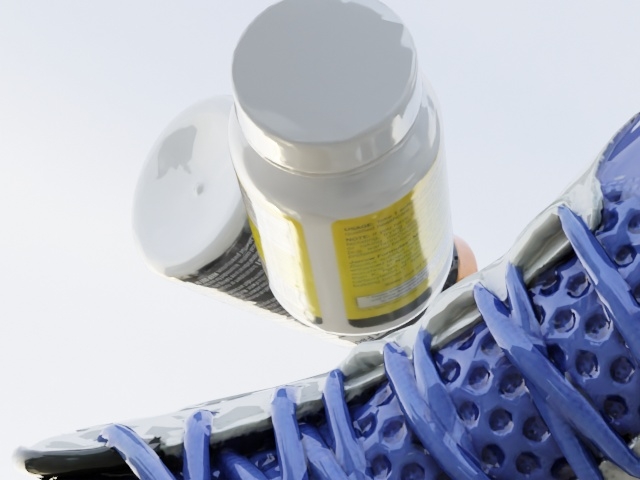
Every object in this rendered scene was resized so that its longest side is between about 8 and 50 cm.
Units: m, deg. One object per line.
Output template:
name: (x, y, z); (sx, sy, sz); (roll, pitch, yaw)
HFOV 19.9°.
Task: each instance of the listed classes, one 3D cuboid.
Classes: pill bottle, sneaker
pill bottle: (0.012, -0.041, 1.027); (0.119, 0.119, 0.208); (-8, -29, 2)
sneaker: (0.029, 0.074, 0.461); (0.182, 0.127, 0.315); (-4, -33, -38)
pill bottle: (0.000, 0.000, 1.256); (0.246, 0.130, 0.130); (24, -55, -41)
